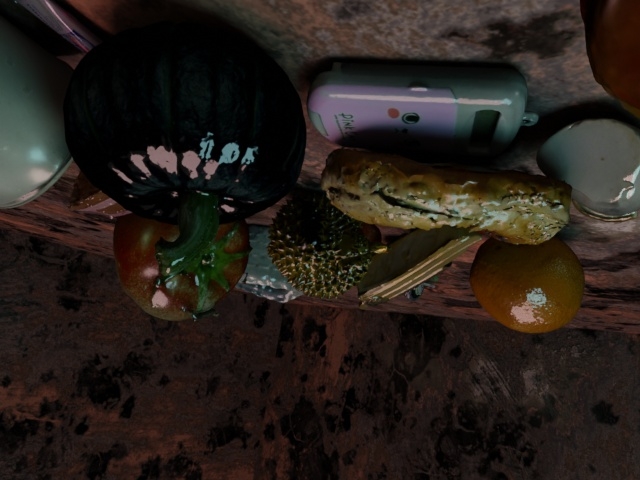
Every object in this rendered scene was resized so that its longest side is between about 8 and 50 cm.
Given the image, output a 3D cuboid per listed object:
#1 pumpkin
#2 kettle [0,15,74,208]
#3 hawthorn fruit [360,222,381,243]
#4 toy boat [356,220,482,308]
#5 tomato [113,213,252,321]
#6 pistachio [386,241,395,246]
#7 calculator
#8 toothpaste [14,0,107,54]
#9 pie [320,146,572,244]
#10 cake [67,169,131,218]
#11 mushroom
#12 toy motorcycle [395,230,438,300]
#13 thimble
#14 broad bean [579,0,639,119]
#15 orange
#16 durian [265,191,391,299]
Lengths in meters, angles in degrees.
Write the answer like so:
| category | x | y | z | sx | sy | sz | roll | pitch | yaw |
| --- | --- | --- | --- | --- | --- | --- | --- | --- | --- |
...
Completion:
| category | x | y | z | sx | sy | sz | roll | pitch | yaw |
| --- | --- | --- | --- | --- | --- | --- | --- | --- | --- |
| pumpkin | -0.135 | -0.082 | 0.513 | 0.247 | 0.248 | 0.248 | 9 | 167 | 2 |
| kettle | -0.428 | -0.170 | 0.452 | 0.264 | 0.205 | 0.318 | 2 | 168 | 21 |
| hawthorn fruit | 0.064 | -0.001 | 1.022 | 0.127 | 0.128 | 0.128 | 9 | 167 | 2 |
| toy boat | 0.178 | 0.044 | 0.956 | 0.115 | 0.090 | 0.310 | 19 | 135 | -42 |
| tomato | -0.314 | 0.018 | 1.097 | 0.238 | 0.304 | 0.303 | 20 | 177 | 41 |
| pistachio | 0.188 | 0.057 | 1.184 | 0.112 | 0.113 | 0.149 | 3 | 167 | 30 |
| calculator | 0.106 | -0.139 | 0.531 | 0.245 | 0.045 | 0.141 | 6 | 167 | 12 |
| toothpaste | -0.242 | -0.209 | 0.527 | 0.045 | 0.029 | 0.170 | 10 | 168 | 32 |
| pie | 0.137 | -0.055 | 0.606 | 0.307 | 0.086 | 0.308 | 9 | -172 | -1 |
| cake | -0.313 | -0.124 | 0.872 | 0.295 | 0.113 | 0.116 | -11 | 161 | 25 |
| mushroom | 0.336 | -0.074 | 0.566 | 0.116 | 0.093 | 0.225 | 21 | -173 | 42 |
| toy motorcycle | 0.211 | 0.047 | 1.083 | 0.074 | 0.106 | 0.190 | 29 | 149 | 45 |
| thimble | -0.131 | 0.069 | 1.338 | 0.250 | 0.172 | 0.204 | 23 | 160 | -40 |
| broad bean | 0.255 | -0.131 | 0.281 | 0.228 | 0.122 | 0.156 | 7 | 143 | -17 |
| orange | 0.384 | 0.073 | 0.918 | 0.205 | 0.206 | 0.206 | 9 | 167 | 2 |
| durian | 0.000 | 0.000 | 0.898 | 0.237 | 0.194 | 0.138 | -4 | 154 | 25 |
